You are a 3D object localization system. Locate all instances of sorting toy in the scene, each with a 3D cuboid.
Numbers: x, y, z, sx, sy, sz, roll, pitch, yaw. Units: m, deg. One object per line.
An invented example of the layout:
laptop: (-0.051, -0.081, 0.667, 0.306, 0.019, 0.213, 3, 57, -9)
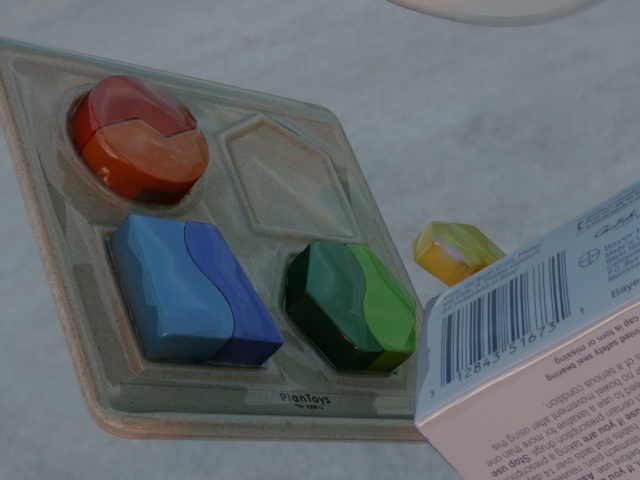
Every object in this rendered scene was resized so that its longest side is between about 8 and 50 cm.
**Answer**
sorting toy: (0.000, 0.000, 0.706, 0.041, 0.307, 0.229, -50, 51, 32)

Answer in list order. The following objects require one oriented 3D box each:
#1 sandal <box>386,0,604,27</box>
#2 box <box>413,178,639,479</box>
sandal: (-0.048, -0.223, 0.469, 0.169, 0.416, 0.102, -48, -10, 2)
box: (0.123, 0.057, 0.510, 0.126, 0.137, 0.072, -32, 24, 24)
